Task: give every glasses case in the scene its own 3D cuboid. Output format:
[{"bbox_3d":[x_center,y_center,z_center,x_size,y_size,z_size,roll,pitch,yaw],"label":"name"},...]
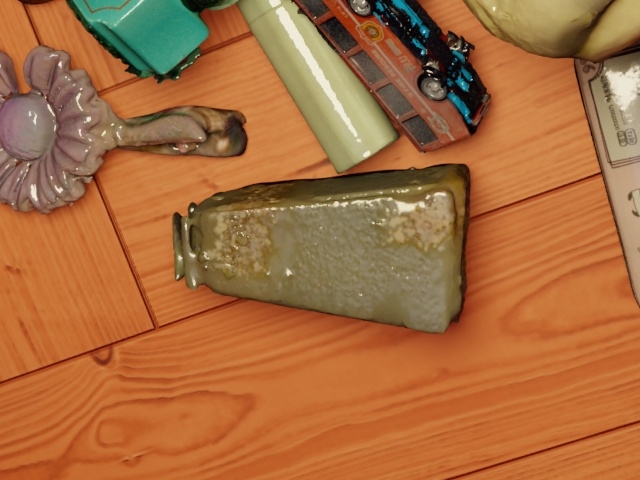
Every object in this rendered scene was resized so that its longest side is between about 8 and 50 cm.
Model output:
[{"bbox_3d":[0.324,-0.065,1.240,0.122,0.075,0.314,-14,98,9],"label":"glasses case"}]

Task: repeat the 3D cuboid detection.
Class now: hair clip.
[{"bbox_3d":[-0.226,-0.109,1.330,0.300,0.069,0.173,1,101,10],"label":"hair clip"}]

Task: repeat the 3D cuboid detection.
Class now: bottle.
[{"bbox_3d":[-0.005,-0.167,1.279,0.072,0.072,0.201,-31,94,14],"label":"bottle"}]

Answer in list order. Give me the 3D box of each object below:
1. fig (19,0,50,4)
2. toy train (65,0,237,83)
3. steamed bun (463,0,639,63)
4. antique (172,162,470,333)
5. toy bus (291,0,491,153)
[{"bbox_3d":[-0.269,-0.260,1.324,0.083,0.050,0.050,-1,101,-10],"label":"fig"},{"bbox_3d":[-0.162,-0.258,1.231,0.163,0.112,0.203,-40,51,5],"label":"toy train"},{"bbox_3d":[0.253,-0.336,1.081,0.230,0.325,0.372,33,121,9],"label":"steamed bun"},{"bbox_3d":[0.000,0.000,1.283,0.284,0.125,0.150,2,101,10],"label":"antique"},{"bbox_3d":[0.061,-0.186,1.226,0.235,0.073,0.096,46,139,-18],"label":"toy bus"}]
